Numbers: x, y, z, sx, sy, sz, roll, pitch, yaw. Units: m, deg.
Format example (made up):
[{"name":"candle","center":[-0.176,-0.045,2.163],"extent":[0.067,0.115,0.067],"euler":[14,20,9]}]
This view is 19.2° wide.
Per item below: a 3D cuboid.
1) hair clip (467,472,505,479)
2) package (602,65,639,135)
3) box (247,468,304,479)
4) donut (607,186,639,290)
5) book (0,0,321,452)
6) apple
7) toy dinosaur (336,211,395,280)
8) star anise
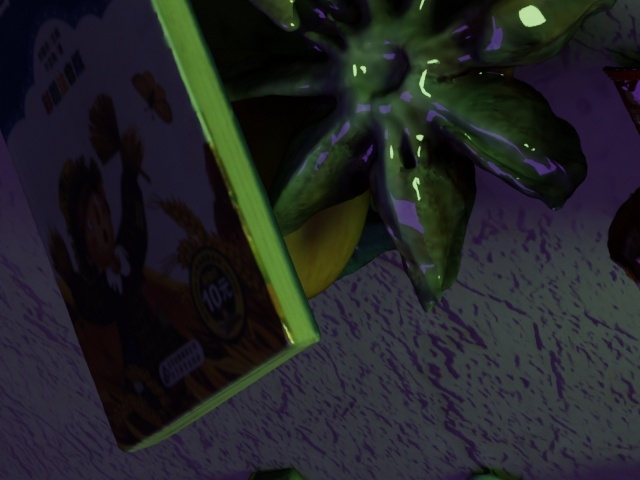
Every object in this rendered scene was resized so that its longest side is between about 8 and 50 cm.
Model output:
[{"name":"hair clip","center":[0.248,0.445,1.736],"extent":[0.392,0.238,0.318],"euler":[25,149,8]},{"name":"package","center":[0.259,-0.047,1.273],"extent":[0.083,0.022,0.200],"euler":[2,138,38]},{"name":"box","center":[-0.034,0.273,1.893],"extent":[0.063,0.060,0.084],"euler":[-21,119,45]},{"name":"donut","center":[0.289,-0.018,1.124],"extent":[0.235,0.235,0.089],"euler":[117,137,-57]},{"name":"book","center":[-0.149,-0.085,1.311],"extent":[0.300,0.039,0.428],"euler":[-38,72,58]},{"name":"apple","center":[-0.047,-0.043,1.372],"extent":[0.199,0.199,0.199],"euler":[21,145,15]},{"name":"toy dinosaur","center":[-0.013,-0.010,1.491],"extent":[0.120,0.079,0.292],"euler":[39,149,-22]},{"name":"star anise","center":[0.077,-0.099,1.211],"extent":[0.359,0.139,0.316],"euler":[44,118,11]}]
